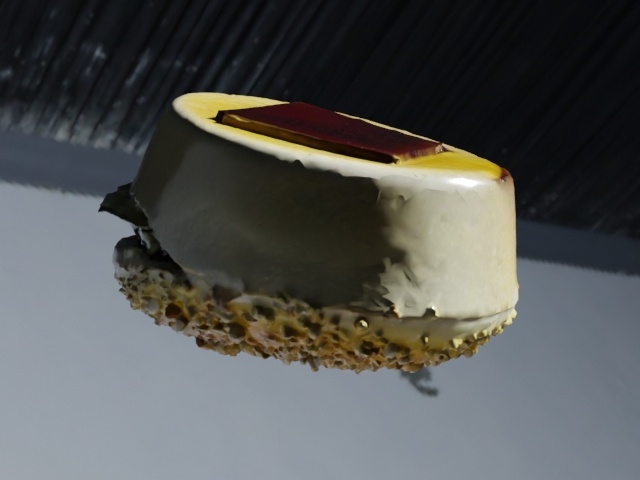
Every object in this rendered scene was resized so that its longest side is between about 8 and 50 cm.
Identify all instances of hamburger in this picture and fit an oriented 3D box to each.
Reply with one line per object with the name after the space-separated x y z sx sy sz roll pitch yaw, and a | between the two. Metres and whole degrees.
0.000 0.000 0.857 0.302 0.170 0.302 12 13 -3 | hamburger
